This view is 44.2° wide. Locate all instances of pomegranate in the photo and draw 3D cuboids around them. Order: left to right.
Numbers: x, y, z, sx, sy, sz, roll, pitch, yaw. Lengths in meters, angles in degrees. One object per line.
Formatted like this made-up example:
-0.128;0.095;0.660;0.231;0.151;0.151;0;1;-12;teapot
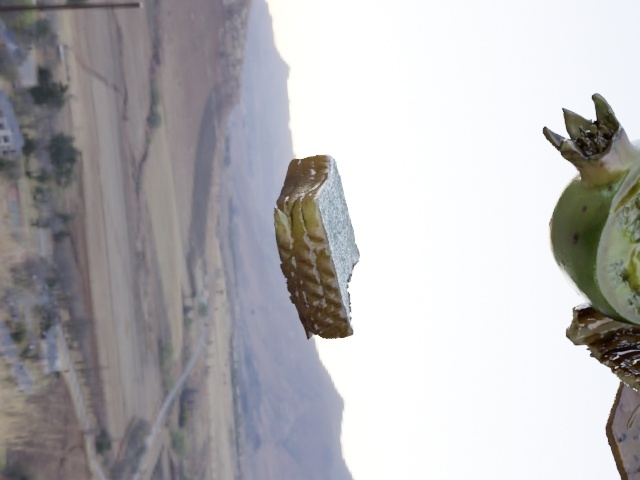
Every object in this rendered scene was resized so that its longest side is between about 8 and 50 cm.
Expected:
0.425;-0.041;1.071;0.340;0.260;0.260;55;2;-12;pomegranate

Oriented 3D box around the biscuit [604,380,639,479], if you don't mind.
0.804;0.465;1.820;0.046;0.359;0.359;143;-55;-60;biscuit

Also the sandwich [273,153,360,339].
0.000;0.000;1.014;0.214;0.065;0.186;-75;154;-65;sandwich

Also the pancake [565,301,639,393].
0.479;0.138;1.099;0.244;0.266;0.057;-48;134;-62;pancake
